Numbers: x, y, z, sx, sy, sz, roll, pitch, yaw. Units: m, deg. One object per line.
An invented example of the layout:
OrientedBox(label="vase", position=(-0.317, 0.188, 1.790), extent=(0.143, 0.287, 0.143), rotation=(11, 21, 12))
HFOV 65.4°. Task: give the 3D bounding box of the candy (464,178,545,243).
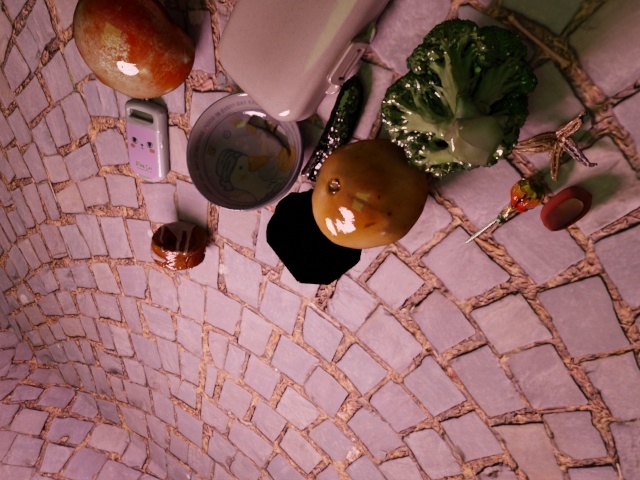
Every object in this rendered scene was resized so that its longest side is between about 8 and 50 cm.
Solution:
OrientedBox(label="candy", position=(0.344, -0.047, 0.955), extent=(0.060, 0.060, 0.201), rotation=(47, 137, 7))

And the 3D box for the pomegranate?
OrientedBox(label="pomegranate", position=(0.097, -0.093, 0.977), extent=(0.233, 0.233, 0.233), rotation=(14, 119, 28))

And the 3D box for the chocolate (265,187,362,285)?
OrientedBox(label="chocolate", position=(0.000, 0.000, 1.167), extent=(0.224, 0.206, 0.177), rotation=(51, 174, 15))

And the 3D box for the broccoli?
OrientedBox(label="broccoli", position=(0.224, -0.215, 0.814), extent=(0.270, 0.270, 0.269), rotation=(2, 124, 3))

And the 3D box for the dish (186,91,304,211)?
OrientedBox(label="dish", position=(-0.160, -0.195, 1.167), extent=(0.274, 0.134, 0.273), rotation=(-1, 86, 11))

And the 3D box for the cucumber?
OrientedBox(label="cucumber", position=(0.035, -0.231, 1.060), extent=(0.067, 0.067, 0.245), rotation=(39, 125, 13))

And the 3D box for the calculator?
OrientedBox(label="calculator", position=(-0.482, -0.282, 1.391), extent=(0.141, 0.045, 0.246), rotation=(21, 121, 24))

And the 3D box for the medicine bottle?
OrientedBox(label="medicine bottle", position=(-0.039, -0.432, 0.967), extent=(0.282, 0.123, 0.375), rotation=(45, 123, 8))

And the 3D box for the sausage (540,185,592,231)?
OrientedBox(label="sausage", position=(0.432, -0.056, 0.881), extent=(0.059, 0.054, 0.094), rotation=(47, 128, 7))

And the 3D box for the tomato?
OrientedBox(label="tomato", position=(-0.428, -0.445, 1.127), extent=(0.222, 0.270, 0.270), rotation=(-43, 84, 11))

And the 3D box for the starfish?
OrientedBox(label="starfish", position=(0.413, -0.170, 0.848), extent=(0.133, 0.041, 0.130), rotation=(34, 135, 9))

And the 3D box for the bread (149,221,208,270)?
OrientedBox(label="bread", position=(-0.397, 0.014, 1.405), extent=(0.161, 0.160, 0.073), rotation=(26, 128, 22))
